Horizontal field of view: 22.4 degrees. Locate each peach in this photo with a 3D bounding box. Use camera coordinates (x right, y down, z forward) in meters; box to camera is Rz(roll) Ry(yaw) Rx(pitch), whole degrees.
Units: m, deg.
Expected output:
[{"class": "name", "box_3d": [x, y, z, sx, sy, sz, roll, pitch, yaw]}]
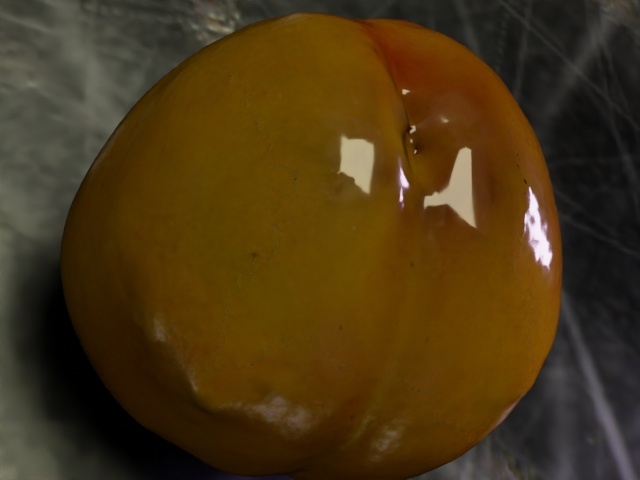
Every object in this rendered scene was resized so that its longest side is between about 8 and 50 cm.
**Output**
[{"class": "peach", "box_3d": [0.000, 0.000, 0.457, 0.138, 0.138, 0.138, 16, 54, -24]}]
